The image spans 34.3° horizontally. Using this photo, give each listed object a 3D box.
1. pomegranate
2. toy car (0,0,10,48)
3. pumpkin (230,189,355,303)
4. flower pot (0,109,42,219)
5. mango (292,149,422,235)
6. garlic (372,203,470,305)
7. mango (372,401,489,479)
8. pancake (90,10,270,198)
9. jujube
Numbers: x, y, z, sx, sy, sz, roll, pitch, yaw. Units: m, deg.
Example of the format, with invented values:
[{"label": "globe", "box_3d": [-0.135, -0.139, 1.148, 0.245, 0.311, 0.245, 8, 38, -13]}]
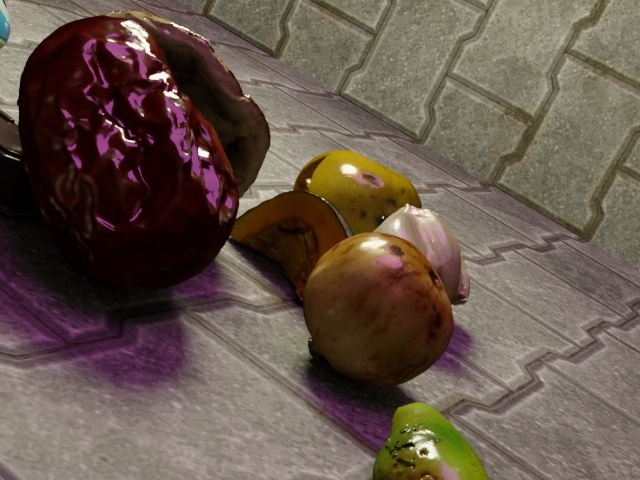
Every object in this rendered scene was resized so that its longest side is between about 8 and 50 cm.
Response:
[{"label": "pomegranate", "box_3d": [0.074, 0.100, 1.454, 0.215, 0.215, 0.215, 25, 16, -8]}, {"label": "toy car", "box_3d": [-0.697, -0.458, 1.941, 0.255, 0.190, 0.188, 24, 1, -12]}, {"label": "pumpkin", "box_3d": [0.000, 0.000, 1.690, 0.148, 0.169, 0.312, 3, 28, -49]}, {"label": "flower pot", "box_3d": [-0.472, -0.127, 1.501, 0.251, 0.084, 0.179, 35, 18, 25]}, {"label": "mango", "box_3d": [0.079, -0.071, 2.069, 0.253, 0.182, 0.365, 26, 5, 9]}, {"label": "garlic", "box_3d": [0.162, 0.058, 1.792, 0.203, 0.185, 0.281, 63, 6, 13]}, {"label": "mango", "box_3d": [0.120, 0.261, 1.176, 0.125, 0.111, 0.233, 28, 17, -20]}, {"label": "pancake", "box_3d": [-0.258, -0.188, 1.618, 0.387, 0.387, 0.082, 28, 50, 5]}, {"label": "jujube", "box_3d": [-0.260, -0.111, 1.378, 0.276, 0.276, 0.376, 9, 57, -48]}]
